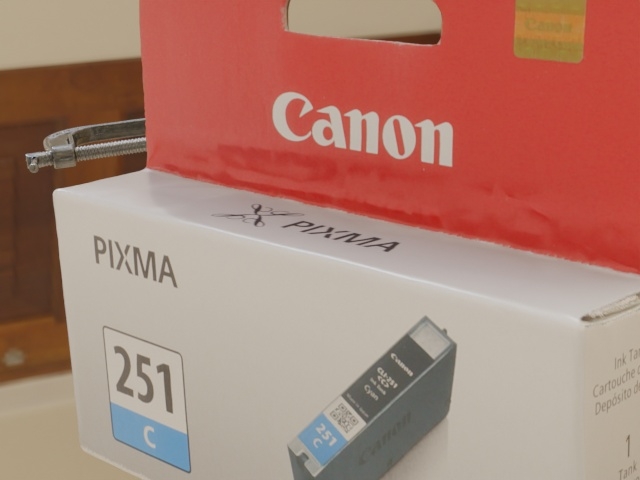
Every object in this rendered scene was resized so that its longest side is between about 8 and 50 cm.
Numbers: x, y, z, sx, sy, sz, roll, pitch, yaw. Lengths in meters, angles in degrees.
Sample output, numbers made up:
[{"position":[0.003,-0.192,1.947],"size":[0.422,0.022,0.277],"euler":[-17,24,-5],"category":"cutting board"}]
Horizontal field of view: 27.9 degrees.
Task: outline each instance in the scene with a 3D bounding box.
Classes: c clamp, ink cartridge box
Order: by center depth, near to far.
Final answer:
[{"position":[0.000,0.000,0.530],"size":[0.296,0.066,0.261],"euler":[13,112,42],"category":"ink cartridge box"},{"position":[-0.148,-0.074,0.983],"size":[0.137,0.161,0.022],"euler":[-145,46,-67],"category":"c clamp"}]
